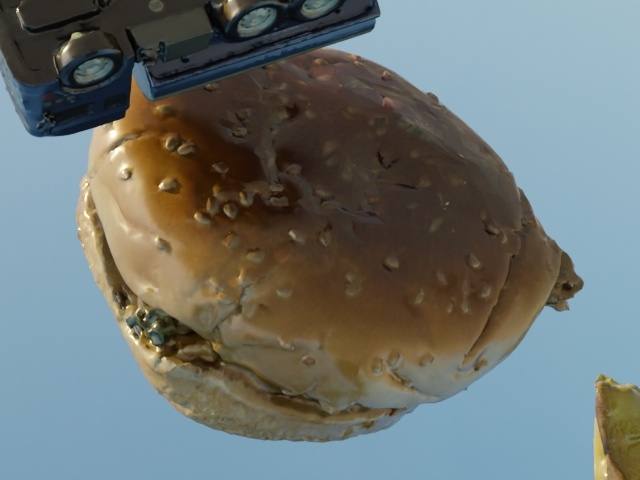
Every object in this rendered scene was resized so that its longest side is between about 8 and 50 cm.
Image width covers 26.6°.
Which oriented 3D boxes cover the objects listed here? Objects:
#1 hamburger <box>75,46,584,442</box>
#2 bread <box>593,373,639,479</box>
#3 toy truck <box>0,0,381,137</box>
[{"bbox_3d":[0.000,0.000,0.753,0.286,0.146,0.243,28,-140,-9],"label":"hamburger"},{"bbox_3d":[0.380,0.279,1.654,0.161,0.088,0.233,-8,-87,-70],"label":"bread"},{"bbox_3d":[-0.056,-0.114,0.636,0.201,0.088,0.074,-21,-107,-16],"label":"toy truck"}]
